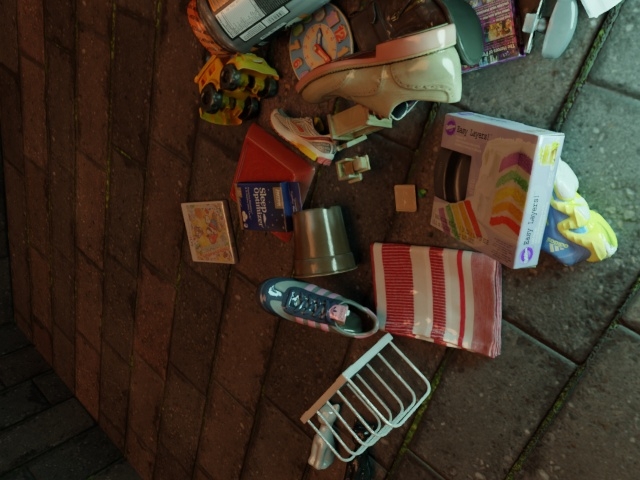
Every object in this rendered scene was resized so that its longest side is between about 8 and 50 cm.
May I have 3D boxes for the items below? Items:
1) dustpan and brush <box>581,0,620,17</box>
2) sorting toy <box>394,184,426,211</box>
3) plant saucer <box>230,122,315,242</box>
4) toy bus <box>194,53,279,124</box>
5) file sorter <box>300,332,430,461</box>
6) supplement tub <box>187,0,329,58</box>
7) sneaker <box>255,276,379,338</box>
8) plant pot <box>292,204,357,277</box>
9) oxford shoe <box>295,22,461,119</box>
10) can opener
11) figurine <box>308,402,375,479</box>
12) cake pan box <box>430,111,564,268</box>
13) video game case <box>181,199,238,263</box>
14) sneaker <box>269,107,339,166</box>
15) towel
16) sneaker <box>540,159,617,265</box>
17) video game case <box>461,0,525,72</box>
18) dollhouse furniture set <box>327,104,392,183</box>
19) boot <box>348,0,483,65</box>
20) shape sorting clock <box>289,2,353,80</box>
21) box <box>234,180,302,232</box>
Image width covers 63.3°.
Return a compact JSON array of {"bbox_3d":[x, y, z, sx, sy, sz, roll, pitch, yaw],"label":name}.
[{"bbox_3d":[0.487,-0.464,0.787,0.211,0.060,0.147,-24,122,36],"label":"dustpan and brush"},{"bbox_3d":[0.208,-0.098,1.196,0.083,0.012,0.062,5,103,43],"label":"sorting toy"},{"bbox_3d":[-0.156,-0.159,1.471,0.259,0.047,0.259,40,127,25],"label":"plant saucer"},{"bbox_3d":[-0.237,-0.450,1.394,0.220,0.149,0.212,-34,66,40],"label":"toy bus"},{"bbox_3d":[0.113,0.409,1.313,0.173,0.192,0.278,47,136,14],"label":"file sorter"},{"bbox_3d":[-0.139,-0.560,1.180,0.315,0.193,0.194,-21,91,29],"label":"supplement tub"},{"bbox_3d":[0.002,0.163,1.278,0.131,0.318,0.112,-14,60,66],"label":"sneaker"},{"bbox_3d":[0.000,0.000,1.321,0.166,0.167,0.165,-8,92,42],"label":"plant pot"},{"bbox_3d":[0.095,-0.297,1.015,0.396,0.140,0.147,5,120,52],"label":"oxford shoe"},{"bbox_3d":[0.408,-0.455,0.869,0.095,0.076,0.284,18,116,18],"label":"can opener"},{"bbox_3d":[0.062,0.585,1.516,0.214,0.092,0.210,19,108,36],"label":"figurine"},{"bbox_3d":[0.321,-0.107,0.998,0.267,0.070,0.246,-138,48,-56],"label":"cake pan box"},{"bbox_3d":[-0.368,-0.028,1.713,0.226,0.026,0.207,1,105,41],"label":"video game case"},{"bbox_3d":[-0.037,-0.277,1.316,0.225,0.088,0.093,39,106,24],"label":"sneaker"},{"bbox_3d":[0.260,0.129,1.214,0.328,0.037,0.237,7,108,40],"label":"towel"},{"bbox_3d":[0.430,-0.053,0.966,0.126,0.091,0.240,-38,79,42],"label":"sneaker"},{"bbox_3d":[0.267,-0.434,1.012,0.232,0.041,0.210,-4,102,42],"label":"video game case"},{"bbox_3d":[0.126,-0.226,1.152,0.181,0.101,0.161,-13,85,43],"label":"dollhouse furniture set"},{"bbox_3d":[0.178,-0.403,1.025,0.229,0.091,0.263,-35,77,49],"label":"boot"},{"bbox_3d":[-0.003,-0.459,1.240,0.206,0.040,0.206,14,113,37],"label":"shape sorting clock"},{"bbox_3d":[-0.144,-0.094,1.427,0.225,0.036,0.137,4,107,39],"label":"box"}]
